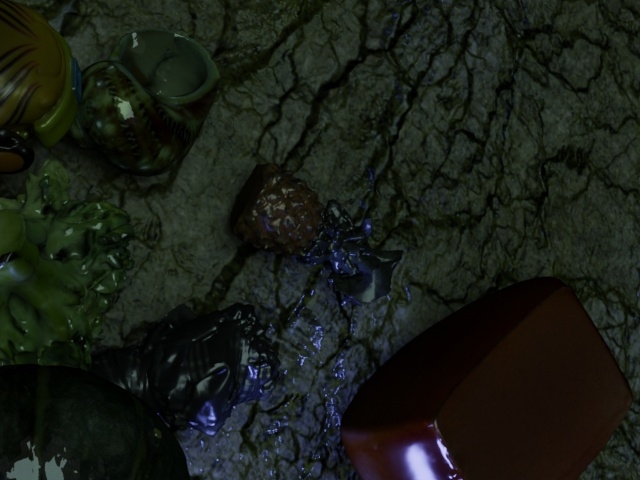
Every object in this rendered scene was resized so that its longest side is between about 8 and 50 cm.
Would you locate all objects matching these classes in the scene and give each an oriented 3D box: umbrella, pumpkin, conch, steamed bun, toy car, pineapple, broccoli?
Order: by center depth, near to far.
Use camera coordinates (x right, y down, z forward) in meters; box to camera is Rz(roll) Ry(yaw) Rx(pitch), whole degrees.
[{"bbox_3d":[-0.279,0.259,1.049,0.300,0.300,0.207,17,39,-20],"label":"pumpkin"},{"bbox_3d":[-0.339,0.039,1.104,0.247,0.245,0.288,15,59,6],"label":"broccoli"},{"bbox_3d":[-0.389,-0.177,1.141,0.247,0.142,0.200,-11,63,-1],"label":"toy car"},{"bbox_3d":[-0.209,0.181,1.204,0.336,0.128,0.154,-27,66,-19],"label":"umbrella"},{"bbox_3d":[-0.220,-0.161,1.261,0.181,0.124,0.187,10,53,-36],"label":"conch"},{"bbox_3d":[0.189,0.217,1.303,0.379,0.248,0.235,-37,98,-38],"label":"steamed bun"},{"bbox_3d":[0.000,0.000,1.348,0.237,0.111,0.119,29,99,-22],"label":"pineapple"}]
